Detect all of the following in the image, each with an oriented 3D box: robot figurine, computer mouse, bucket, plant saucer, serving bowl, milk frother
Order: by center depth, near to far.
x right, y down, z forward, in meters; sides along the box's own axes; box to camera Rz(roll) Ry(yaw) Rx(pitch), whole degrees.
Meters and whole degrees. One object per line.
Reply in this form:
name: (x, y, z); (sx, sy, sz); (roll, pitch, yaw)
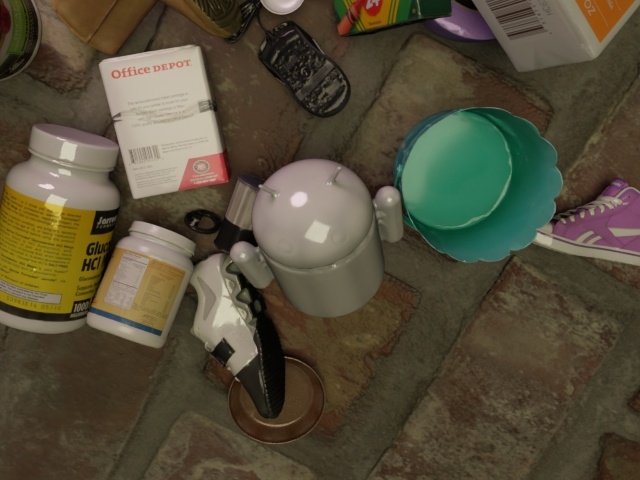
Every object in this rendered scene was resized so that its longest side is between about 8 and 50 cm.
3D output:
serving bowl: (-0.062, -0.422, 1.066); (0.084, 0.027, 0.083); (2, 101, 8)
robot figurine: (0.000, 0.000, 1.082); (0.300, 0.199, 0.353); (-23, 145, -3)
computer mouse: (-0.027, -0.355, 1.119); (0.262, 0.060, 0.184); (40, 103, -1)
bucket: (0.263, -0.109, 1.137); (0.282, 0.183, 0.280); (-1, 104, -3)
milk frother: (-0.162, -0.058, 1.146); (0.143, 0.129, 0.134); (18, 105, -15)
plant saucer: (-0.089, 0.321, 1.296); (0.199, 0.036, 0.198); (-1, 103, -4)

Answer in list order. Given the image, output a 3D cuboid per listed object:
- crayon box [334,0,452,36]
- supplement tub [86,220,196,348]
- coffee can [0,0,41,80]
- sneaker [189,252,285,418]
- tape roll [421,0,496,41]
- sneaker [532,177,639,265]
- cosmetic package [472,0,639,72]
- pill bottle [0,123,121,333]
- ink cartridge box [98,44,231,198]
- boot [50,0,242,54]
crayon box: (0.097, -0.506, 1.014); (0.081, 0.202, 0.318); (-18, 106, -34)
supplement tub: (-0.316, 0.079, 1.137); (0.145, 0.144, 0.199); (21, 77, -9)
coffee can: (-0.577, -0.344, 0.967); (0.202, 0.275, 0.201); (-1, 105, -4)
sneaker: (-0.167, 0.187, 1.210); (0.146, 0.122, 0.330); (-19, 86, 14)
tape roll: (0.276, -0.486, 1.090); (0.275, 0.090, 0.274); (-1, 104, -5)
sneaker: (0.512, -0.050, 1.220); (0.282, 0.102, 0.160); (8, 100, -17)
cosmetic package: (0.431, -0.500, 0.971); (0.230, 0.161, 0.453); (46, 75, -24)
pill bottle: (-0.459, -0.023, 1.102); (0.188, 0.188, 0.333); (16, 103, -8)
ink cartridge box: (-0.266, -0.209, 1.114); (0.172, 0.100, 0.237); (-11, 105, -1)
boot: (-0.281, -0.373, 1.016); (0.270, 0.089, 0.236); (-21, 118, 45)
